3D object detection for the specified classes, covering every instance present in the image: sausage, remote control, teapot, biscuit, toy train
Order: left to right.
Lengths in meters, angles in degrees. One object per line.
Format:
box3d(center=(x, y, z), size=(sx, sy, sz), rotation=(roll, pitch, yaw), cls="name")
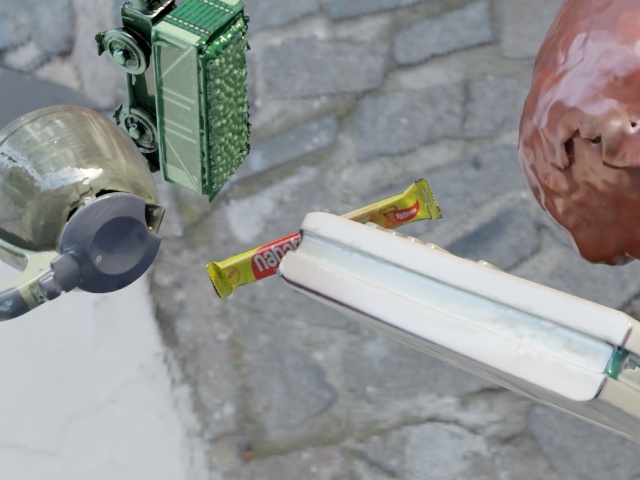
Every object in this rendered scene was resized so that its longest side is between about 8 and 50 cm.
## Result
box3d(center=(-0.162, -0.015, 0.921), size=(0.108, 0.149, 0.111), rotation=(38, 126, 48), cls="teapot")
box3d(center=(-0.161, -0.181, 1.730), size=(0.154, 0.115, 0.269), rotation=(19, 137, 18), cls="toy train")
box3d(center=(0.000, 0.000, 1.685), size=(0.292, 0.026, 0.048), rotation=(-21, 105, 25), cls="biscuit")
box3d(center=(0.094, 0.045, 0.818), size=(0.277, 0.103, 0.055), rotation=(19, 83, 55), cls="remote control")
box3d(center=(0.205, -0.107, 0.826), size=(0.152, 0.152, 0.279), rotation=(3, 50, 39), cls="sausage")
